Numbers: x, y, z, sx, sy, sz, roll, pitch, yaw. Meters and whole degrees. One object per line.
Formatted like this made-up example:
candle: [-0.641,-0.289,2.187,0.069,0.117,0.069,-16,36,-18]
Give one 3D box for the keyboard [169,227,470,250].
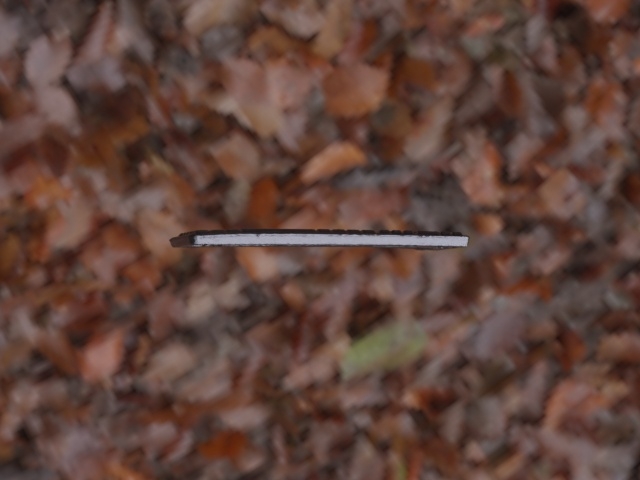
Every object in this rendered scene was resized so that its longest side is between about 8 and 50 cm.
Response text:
keyboard: [0.000,0.000,1.011,0.155,0.053,0.010,0,87,-18]
